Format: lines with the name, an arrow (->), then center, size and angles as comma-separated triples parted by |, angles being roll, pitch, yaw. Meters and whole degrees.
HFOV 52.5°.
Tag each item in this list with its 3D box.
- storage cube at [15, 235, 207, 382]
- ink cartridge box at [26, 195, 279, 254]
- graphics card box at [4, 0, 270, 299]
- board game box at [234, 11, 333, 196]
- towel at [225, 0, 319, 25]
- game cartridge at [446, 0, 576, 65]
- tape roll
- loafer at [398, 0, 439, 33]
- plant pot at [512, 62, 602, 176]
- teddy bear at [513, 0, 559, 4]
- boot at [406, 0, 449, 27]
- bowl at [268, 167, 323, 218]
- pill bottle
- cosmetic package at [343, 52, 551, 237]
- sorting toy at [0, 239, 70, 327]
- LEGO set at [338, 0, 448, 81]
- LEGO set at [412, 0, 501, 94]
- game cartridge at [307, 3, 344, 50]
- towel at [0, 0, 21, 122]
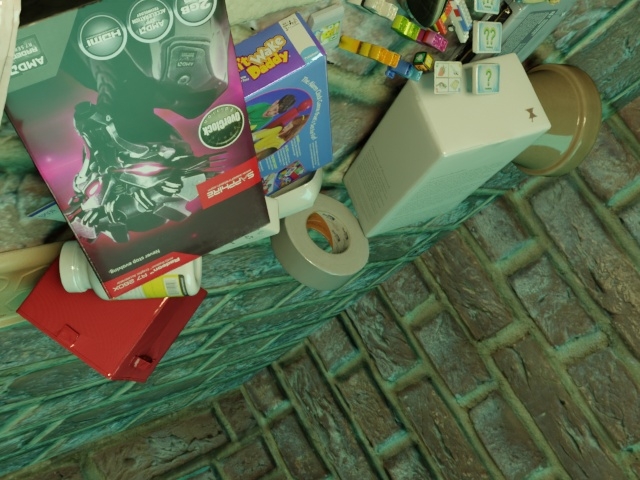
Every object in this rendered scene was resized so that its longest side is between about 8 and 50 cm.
storage cube -> -0.331, 0.098, 1.064 | 0.193, 0.215, 0.184 | -55, 170, -10
ink cartridge box -> -0.232, -0.049, 0.951 | 0.165, 0.065, 0.332 | -16, 161, 37
graphics card box -> -0.196, -0.115, 0.716 | 0.232, 0.094, 0.371 | -26, 141, -17
board game box -> -0.102, -0.166, 0.995 | 0.233, 0.078, 0.347 | -29, 165, -6
towel -> -0.037, -0.334, 0.654 | 0.187, 0.049, 0.282 | -23, 164, -22
game cartridge -> 0.353, -0.382, 1.240 | 0.196, 0.060, 0.294 | -15, 158, -37
tape roll -> 0.000, 0.000, 1.445 | 0.219, 0.219, 0.072 | -16, 159, -44
loafer -> 0.158, -0.350, 0.988 | 0.045, 0.039, 0.125 | -37, 164, 22
plant pot -> 0.454, -0.277, 1.475 | 0.229, 0.263, 0.263 | -2, 152, -26
teddy bear -> 0.412, -0.484, 0.955 | 0.245, 0.113, 0.338 | 10, 141, -43
boot -> 0.202, -0.393, 0.824 | 0.178, 0.085, 0.236 | -28, 154, -15
bowl -> -0.058, -0.089, 1.204 | 0.142, 0.053, 0.142 | -19, -156, 16
pill bottle -> -0.268, 0.033, 0.929 | 0.184, 0.103, 0.103 | -2, 162, -2
cosmetic package -> 0.225, -0.171, 1.315 | 0.230, 0.162, 0.453 | -17, 168, -19
sorting toy -> -0.516, 0.078, 1.064 | 0.193, 0.038, 0.208 | -15, 153, -46
LEGO set -> 0.089, -0.298, 0.963 | 0.227, 0.093, 0.087 | 3, 112, -56
LEGO set -> 0.228, -0.317, 0.996 | 0.060, 0.183, 0.244 | 10, -163, 43
game cartridge -> 0.003, -0.294, 0.915 | 0.056, 0.017, 0.083 | -24, 163, -12
towel -> -0.417, -0.101, 0.474 | 0.331, 0.053, 0.317 | 0, 151, -32
